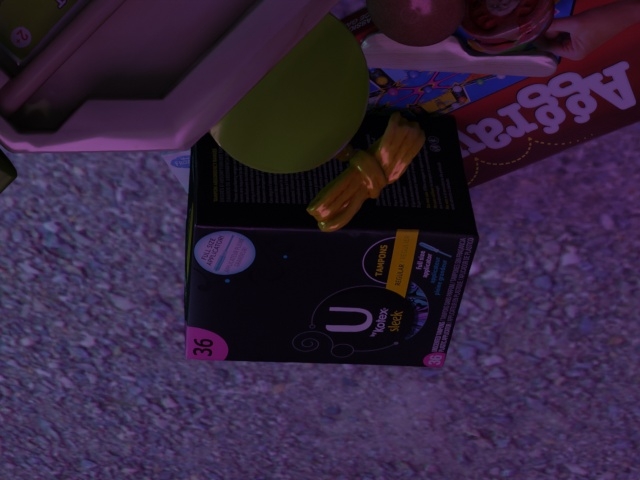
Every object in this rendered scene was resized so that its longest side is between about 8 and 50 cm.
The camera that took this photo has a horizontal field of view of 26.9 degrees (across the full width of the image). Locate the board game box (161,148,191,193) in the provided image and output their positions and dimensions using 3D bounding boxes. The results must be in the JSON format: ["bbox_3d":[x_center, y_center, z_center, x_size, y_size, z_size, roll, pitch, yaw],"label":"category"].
[{"bbox_3d":[-0.042,-0.039,0.862,0.090,0.020,0.090,-8,139,22],"label":"board game box"}]

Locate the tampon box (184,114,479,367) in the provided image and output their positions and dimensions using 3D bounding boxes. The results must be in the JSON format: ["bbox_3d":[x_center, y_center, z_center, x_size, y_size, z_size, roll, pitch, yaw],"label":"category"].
[{"bbox_3d":[0.000,0.000,0.804,0.161,0.101,0.120,1,136,-7],"label":"tampon box"}]

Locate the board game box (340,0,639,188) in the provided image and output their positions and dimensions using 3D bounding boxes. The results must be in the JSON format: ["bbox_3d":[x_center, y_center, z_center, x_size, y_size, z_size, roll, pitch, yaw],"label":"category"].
[{"bbox_3d":[0.073,-0.089,0.814,0.281,0.027,0.145,-22,132,33],"label":"board game box"}]

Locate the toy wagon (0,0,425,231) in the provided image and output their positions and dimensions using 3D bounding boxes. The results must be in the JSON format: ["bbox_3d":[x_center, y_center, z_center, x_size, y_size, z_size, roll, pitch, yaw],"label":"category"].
[{"bbox_3d":[-0.094,-0.142,0.612,0.267,0.068,0.344,-45,106,3],"label":"toy wagon"}]

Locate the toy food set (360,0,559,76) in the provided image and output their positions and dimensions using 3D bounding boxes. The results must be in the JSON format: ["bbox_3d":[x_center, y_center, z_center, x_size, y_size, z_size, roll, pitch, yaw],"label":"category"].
[{"bbox_3d":[0.073,-0.153,0.673,0.128,0.071,0.218,11,132,10],"label":"toy food set"}]
